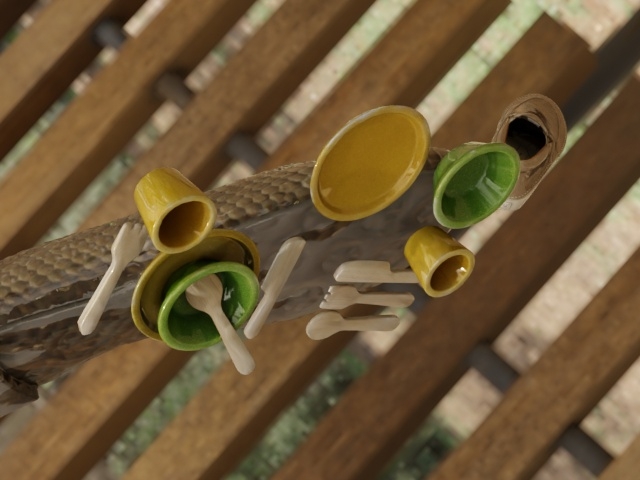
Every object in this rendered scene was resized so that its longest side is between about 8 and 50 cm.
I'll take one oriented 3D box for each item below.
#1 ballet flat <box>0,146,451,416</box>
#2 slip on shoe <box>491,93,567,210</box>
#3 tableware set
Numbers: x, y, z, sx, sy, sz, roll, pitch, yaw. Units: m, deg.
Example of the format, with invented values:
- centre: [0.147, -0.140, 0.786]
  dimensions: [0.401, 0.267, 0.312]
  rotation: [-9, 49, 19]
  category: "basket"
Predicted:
- centre: [-0.063, 0.008, 0.581]
  dimensions: [0.084, 0.249, 0.058]
  rotation: [72, 177, -57]
  category: "ballet flat"
- centre: [0.145, -0.072, 1.063]
  dimensions: [0.051, 0.041, 0.135]
  rotation: [27, -140, 10]
  category: "slip on shoe"
- centre: [0.000, 0.000, 0.512]
  dimensions: [0.154, 0.104, 0.024]
  rotation: [4, -145, -41]
  category: "tableware set"
